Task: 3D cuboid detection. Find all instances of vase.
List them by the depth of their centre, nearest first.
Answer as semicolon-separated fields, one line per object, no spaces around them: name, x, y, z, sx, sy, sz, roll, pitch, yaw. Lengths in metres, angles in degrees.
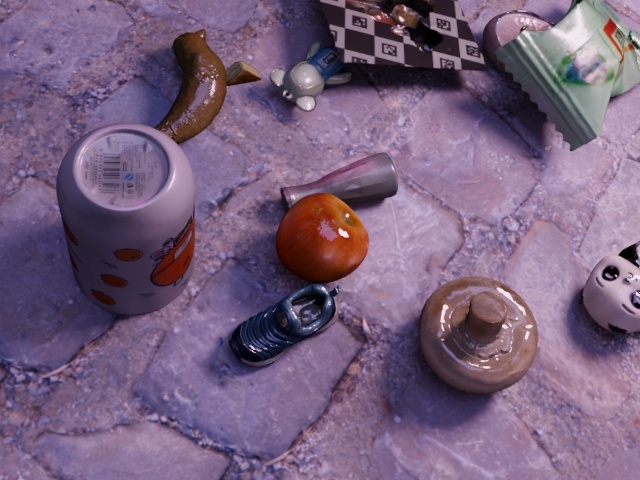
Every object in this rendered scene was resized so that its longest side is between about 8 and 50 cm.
vase;0.032;-0.098;1.571;0.214;0.086;0.086;-16;67;-12

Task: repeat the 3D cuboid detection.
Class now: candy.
candy;0.548;-0.381;1.718;0.398;0.172;0.263;-41;101;-43

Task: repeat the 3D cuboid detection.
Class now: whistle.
whistle;0.002;-0.345;1.692;0.114;0.077;0.235;43;59;6

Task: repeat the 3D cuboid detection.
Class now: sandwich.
sandwich;-0.158;-0.335;1.674;0.083;0.044;0.031;-15;62;-19

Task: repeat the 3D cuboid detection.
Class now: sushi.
sushi;0.151;-0.450;1.768;0.339;0.069;0.320;-2;55;-22

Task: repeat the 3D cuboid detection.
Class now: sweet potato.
sweet potato;-0.242;-0.295;1.611;0.124;0.098;0.310;1;63;15

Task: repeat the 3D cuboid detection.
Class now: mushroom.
mushroom;0.269;0.146;1.411;0.207;0.215;0.207;0;64;0

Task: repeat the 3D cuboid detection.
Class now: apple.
apple;0.000;0.000;1.471;0.163;0.139;0.163;38;22;-19

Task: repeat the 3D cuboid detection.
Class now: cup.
cup;-0.307;-0.036;1.344;0.212;0.317;0.212;4;63;-7

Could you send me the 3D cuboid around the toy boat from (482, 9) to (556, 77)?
toy boat;0.447;-0.399;1.801;0.227;0.085;0.155;25;70;-9

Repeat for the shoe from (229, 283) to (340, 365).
shoe;-0.059;0.134;1.422;0.207;0.106;0.092;-28;70;-15

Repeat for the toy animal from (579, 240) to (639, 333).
toy animal;0.575;0.096;1.530;0.179;0.138;0.166;-21;53;-24
